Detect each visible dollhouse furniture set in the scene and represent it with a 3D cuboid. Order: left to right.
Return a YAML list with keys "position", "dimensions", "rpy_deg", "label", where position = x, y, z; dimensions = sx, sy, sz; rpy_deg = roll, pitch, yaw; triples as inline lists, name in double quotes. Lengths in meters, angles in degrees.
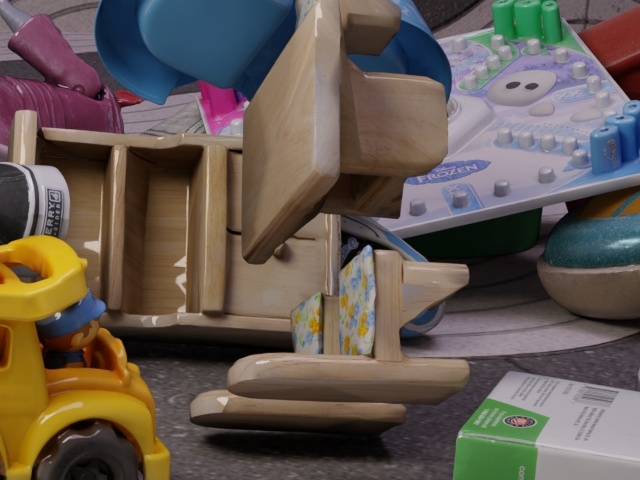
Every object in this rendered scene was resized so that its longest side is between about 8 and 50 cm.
- position: [-0.076, -0.046, 1.398]
  dimensions: [0.256, 0.362, 0.394]
  rpy_deg: [4, -16, -13]
  label: "dollhouse furniture set"

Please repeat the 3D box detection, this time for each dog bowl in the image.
- position: [-0.037, -0.163, 1.573]
  dimensions: [0.297, 0.166, 0.074]
  rpy_deg: [22, 38, -26]
  label: "dog bowl"

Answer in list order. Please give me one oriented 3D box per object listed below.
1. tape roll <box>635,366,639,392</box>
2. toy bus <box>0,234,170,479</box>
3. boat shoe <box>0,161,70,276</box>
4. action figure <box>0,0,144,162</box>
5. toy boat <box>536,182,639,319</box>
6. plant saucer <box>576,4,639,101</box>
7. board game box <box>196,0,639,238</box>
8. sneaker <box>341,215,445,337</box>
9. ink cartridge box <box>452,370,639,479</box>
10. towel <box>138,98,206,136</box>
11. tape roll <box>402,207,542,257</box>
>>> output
- position: [0.318, 0.136, 1.345]
  dimensions: [0.219, 0.072, 0.219]
  rpy_deg: [6, 12, -1]
  label: "tape roll"
- position: [-0.199, 0.055, 1.169]
  dimensions: [0.220, 0.211, 0.149]
  rpy_deg: [1, 11, -27]
  label: "toy bus"
- position: [-0.297, -0.008, 1.493]
  dimensions: [0.105, 0.113, 0.306]
  rpy_deg: [10, -5, -31]
  label: "boat shoe"
- position: [-0.279, -0.109, 1.811]
  dimensions: [0.275, 0.248, 0.370]
  rpy_deg: [16, 19, 38]
  label: "action figure"
- position: [0.298, -0.034, 1.849]
  dimensions: [0.267, 0.148, 0.318]
  rpy_deg: [-17, 16, -13]
  label: "toy boat"
- position: [0.345, -0.118, 2.109]
  dimensions: [0.259, 0.048, 0.258]
  rpy_deg: [42, -38, -22]
  label: "plant saucer"
- position: [0.091, -0.120, 1.885]
  dimensions: [0.390, 0.050, 0.390]
  rpy_deg: [-13, 28, -4]
  label: "board game box"
- position: [0.000, 0.000, 1.651]
  dimensions: [0.237, 0.085, 0.086]
  rpy_deg: [30, -10, 8]
  label: "sneaker"
- position: [0.194, 0.149, 1.188]
  dimensions: [0.208, 0.087, 0.153]
  rpy_deg: [8, 12, 16]
  label: "ink cartridge box"
- position: [-0.062, -0.081, 1.957]
  dimensions: [0.312, 0.056, 0.324]
  rpy_deg: [16, 39, 36]
  label: "towel"
- position: [0.076, -0.054, 2.116]
  dimensions: [0.321, 0.077, 0.321]
  rpy_deg: [5, 11, -1]
  label: "tape roll"
